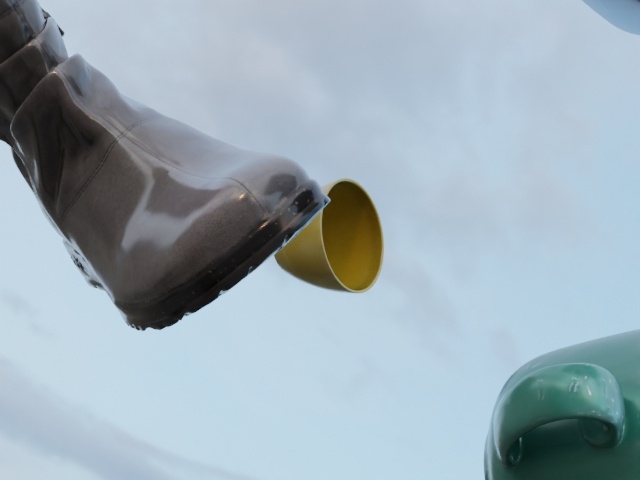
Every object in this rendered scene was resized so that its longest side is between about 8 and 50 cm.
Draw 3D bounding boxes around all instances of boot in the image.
[{"bbox_3d":[-0.143,-0.072,0.670,0.223,0.118,0.338,59,-25,-17],"label":"boot"}]

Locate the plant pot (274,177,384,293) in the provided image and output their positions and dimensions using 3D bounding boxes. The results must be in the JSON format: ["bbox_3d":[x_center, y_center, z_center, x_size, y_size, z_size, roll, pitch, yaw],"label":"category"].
[{"bbox_3d":[0.000,0.000,1.318,0.095,0.134,0.134,-9,-47,34],"label":"plant pot"}]

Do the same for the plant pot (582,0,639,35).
[{"bbox_3d":[0.210,-0.221,0.493,0.236,0.236,0.212,27,4,-41],"label":"plant pot"}]

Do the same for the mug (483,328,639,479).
[{"bbox_3d":[0.133,0.104,0.546,0.097,0.129,0.158,-19,-70,30],"label":"mug"}]
